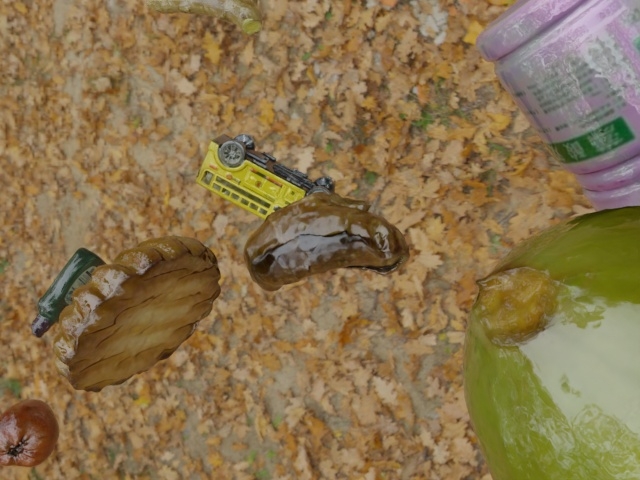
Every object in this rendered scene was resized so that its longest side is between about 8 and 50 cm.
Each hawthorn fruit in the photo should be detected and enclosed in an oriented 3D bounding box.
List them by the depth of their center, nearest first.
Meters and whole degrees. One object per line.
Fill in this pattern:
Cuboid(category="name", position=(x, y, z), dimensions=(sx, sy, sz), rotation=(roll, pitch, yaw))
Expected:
Cuboid(category="hawthorn fruit", position=(-0.611, 0.399, 1.303), dimensions=(0.133, 0.138, 0.132), rotation=(-2, 110, -6))

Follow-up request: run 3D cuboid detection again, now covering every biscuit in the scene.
Cuboid(category="biscuit", position=(-0.314, 0.118, 1.082), dimensions=(0.107, 0.326, 0.325), rotation=(41, 118, 22))

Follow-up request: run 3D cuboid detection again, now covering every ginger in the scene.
Cuboid(category="ginger", position=(0.000, 0.000, 1.179), dimensions=(0.322, 0.165, 0.172), rotation=(-8, 111, 17))
Cuboid(category="ginger", position=(-0.257, -0.531, 1.409), dimensions=(0.299, 0.065, 0.117), rotation=(23, 77, 15))

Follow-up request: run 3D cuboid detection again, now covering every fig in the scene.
Cuboid(category="fig", position=(0.273, 0.125, 0.512), dimensions=(0.344, 0.343, 0.343), rotation=(5, 98, 37))

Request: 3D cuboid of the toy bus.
Cuboid(category="toy bus", position=(-0.116, -0.125, 1.474), dimensions=(0.330, 0.144, 0.152), rotation=(28, 107, -3))

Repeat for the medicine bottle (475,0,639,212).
Cuboid(category="medicine bottle", position=(0.364, -0.180, 0.764), dimensions=(0.212, 0.212, 0.325), rotation=(-32, 102, 35))

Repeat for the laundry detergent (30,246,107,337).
Cuboid(category="laundry detergent", position=(-0.585, 0.131, 1.453), dimensions=(0.078, 0.144, 0.221), rotation=(27, 69, 10))
